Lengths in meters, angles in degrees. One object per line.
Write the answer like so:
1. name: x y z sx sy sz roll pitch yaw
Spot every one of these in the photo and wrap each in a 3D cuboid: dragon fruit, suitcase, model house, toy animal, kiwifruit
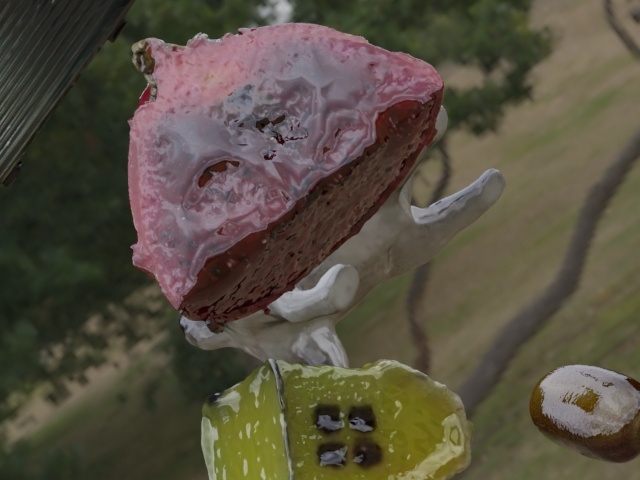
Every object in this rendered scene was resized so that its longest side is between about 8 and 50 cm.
1. dragon fruit: -0.056 -0.071 1.309 0.262 0.211 0.134 -37 -15 -13
2. suitcase: -0.277 -0.181 1.374 0.312 0.202 0.128 -52 21 10
3. model house: 0.022 0.219 1.724 0.234 0.174 0.193 6 -23 -25
4. toy animal: 0.000 0.000 1.952 0.303 0.194 0.344 4 53 46
5. kiwifruit: 0.211 0.132 1.329 0.075 0.075 0.124 -39 19 -20
